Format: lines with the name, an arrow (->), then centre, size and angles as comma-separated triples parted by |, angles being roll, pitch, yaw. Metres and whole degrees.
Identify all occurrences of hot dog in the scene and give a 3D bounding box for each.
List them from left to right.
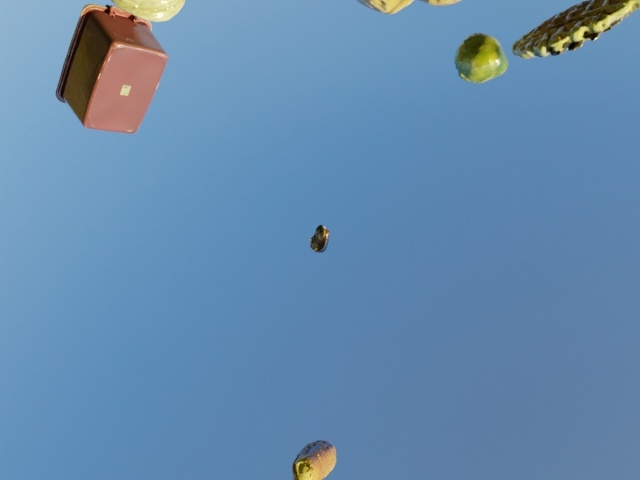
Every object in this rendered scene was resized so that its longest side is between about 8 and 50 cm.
hot dog -> -0.009, 0.514, 1.395 | 0.068, 0.289, 0.083 | -21, -103, 6

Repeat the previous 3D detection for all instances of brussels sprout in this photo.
brussels sprout -> 0.487, -0.550, 1.796 | 0.152, 0.149, 0.122 | -31, -167, -25

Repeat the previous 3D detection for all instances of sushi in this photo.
sushi -> 0.000, 0.000, 1.722 | 0.044, 0.083, 0.046 | -10, -142, -40

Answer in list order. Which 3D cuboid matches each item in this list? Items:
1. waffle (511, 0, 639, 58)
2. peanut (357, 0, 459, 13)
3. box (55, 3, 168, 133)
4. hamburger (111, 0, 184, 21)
waffle -> 0.478, -0.405, 1.140 | 0.214, 0.054, 0.208 | -29, -159, 5
peanut -> 0.142, -0.451, 0.988 | 0.147, 0.147, 0.305 | -49, -147, -15
box -> -0.521, -0.418, 1.513 | 0.167, 0.193, 0.294 | 52, -57, 31
hamburger -> -0.264, -0.366, 0.884 | 0.121, 0.054, 0.084 | 21, -118, -14
